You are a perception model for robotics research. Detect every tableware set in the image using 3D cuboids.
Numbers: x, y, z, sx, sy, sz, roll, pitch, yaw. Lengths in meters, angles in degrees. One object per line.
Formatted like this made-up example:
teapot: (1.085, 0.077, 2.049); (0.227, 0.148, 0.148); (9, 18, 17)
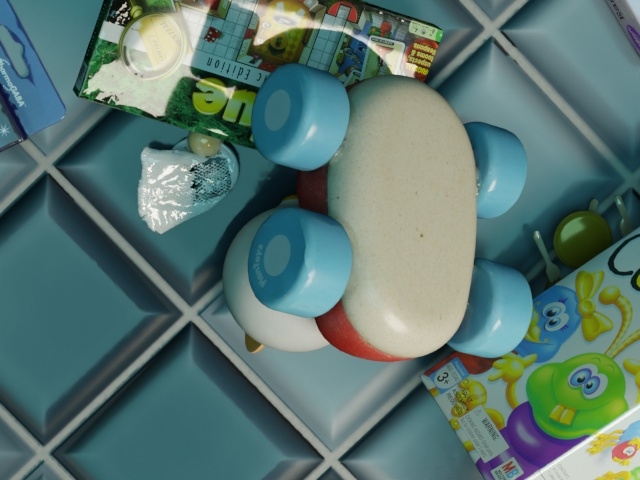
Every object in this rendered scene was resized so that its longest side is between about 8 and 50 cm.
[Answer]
tableware set: (0.252, 0.009, 1.359); (0.154, 0.024, 0.104); (-22, 102, -1)

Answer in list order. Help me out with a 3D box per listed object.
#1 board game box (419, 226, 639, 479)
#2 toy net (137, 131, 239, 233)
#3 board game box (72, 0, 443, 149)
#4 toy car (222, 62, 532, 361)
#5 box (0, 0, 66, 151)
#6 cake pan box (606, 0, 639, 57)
board game box: (0.242, 0.106, 1.282); (0.275, 0.142, 0.144); (-34, 134, 2)
toy net: (-0.060, -0.101, 1.333); (0.122, 0.045, 0.232); (32, 97, -26)
board game box: (-0.044, -0.137, 1.283); (0.259, 0.030, 0.136); (15, 107, -23)
toy car: (0.000, 0.000, 1.274); (0.219, 0.238, 0.210); (14, 68, -38)
box: (-0.329, -0.105, 1.326); (0.225, 0.036, 0.136); (-28, 96, 0)
cake pan box: (0.300, -0.299, 1.307); (0.245, 0.070, 0.267); (-31, 96, 4)
